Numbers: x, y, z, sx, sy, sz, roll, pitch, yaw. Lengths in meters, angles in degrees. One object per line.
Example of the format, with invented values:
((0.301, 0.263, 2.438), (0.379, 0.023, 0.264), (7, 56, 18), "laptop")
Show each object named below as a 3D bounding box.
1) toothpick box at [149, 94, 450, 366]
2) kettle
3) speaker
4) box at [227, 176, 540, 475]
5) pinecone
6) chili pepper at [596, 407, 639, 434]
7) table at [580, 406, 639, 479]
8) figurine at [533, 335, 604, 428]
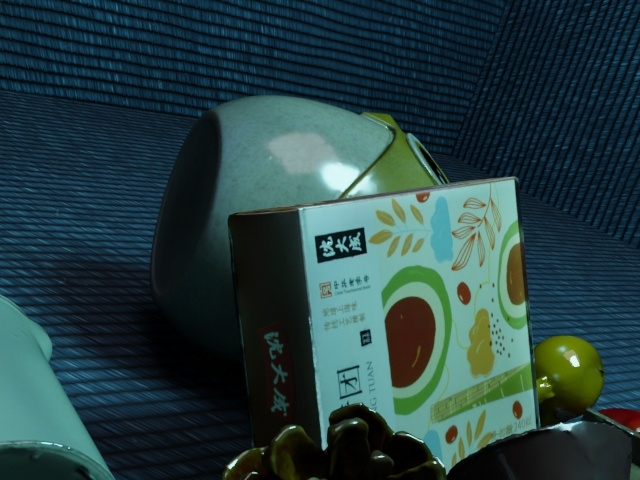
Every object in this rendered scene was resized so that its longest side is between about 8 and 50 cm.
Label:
((0.000, 0.000, 1.516), (0.425, 0.408, 0.409), (16, 15, -22), "toothpick box")
((-0.332, 0.204, 0.916), (0.205, 0.265, 0.318), (47, -3, -36), "kettle")
((0.278, 0.319, 0.913), (0.198, 0.259, 0.329), (45, 17, -48), "speaker")
((0.092, 0.114, 1.229), (0.385, 0.344, 0.122), (-10, 6, -44), "box")
((0.008, 0.263, 0.925), (0.244, 0.309, 0.244), (4, 51, -5), "pinecone")
((0.419, 0.280, 1.431), (0.137, 0.091, 0.368), (17, -6, 7), "chili pepper")
((0.313, 0.324, 1.164), (0.172, 0.193, 0.169), (27, 18, 27), "table")
((0.285, 0.209, 1.518), (0.228, 0.215, 0.215), (24, 16, 25), "figurine")
